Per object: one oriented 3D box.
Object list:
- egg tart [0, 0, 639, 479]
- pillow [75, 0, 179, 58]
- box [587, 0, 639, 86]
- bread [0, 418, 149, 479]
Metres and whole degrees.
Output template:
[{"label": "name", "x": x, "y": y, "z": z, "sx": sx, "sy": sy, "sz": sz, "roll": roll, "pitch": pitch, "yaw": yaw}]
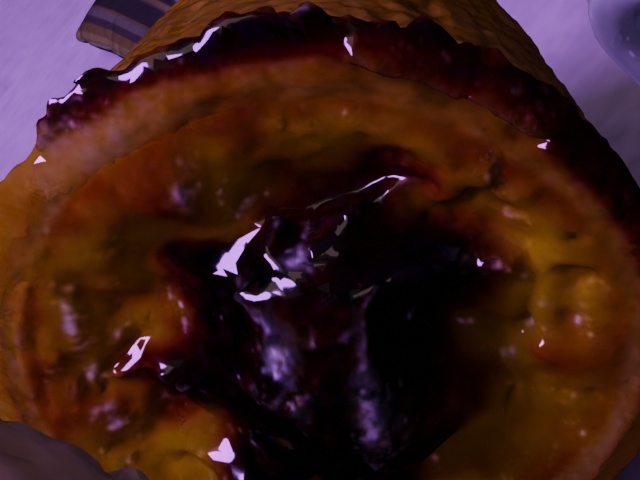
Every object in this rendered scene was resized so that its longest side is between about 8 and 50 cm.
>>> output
[{"label": "egg tart", "x": 0.000, "y": 0.000, "z": 0.559, "sx": 0.215, "sy": 0.215, "sz": 0.171, "roll": -33, "pitch": 26, "yaw": 19}, {"label": "pillow", "x": -0.043, "y": -0.172, "z": 0.902, "sx": 0.203, "sy": 0.038, "sz": 0.113, "roll": -50, "pitch": 32, "yaw": -6}, {"label": "box", "x": 0.230, "y": -0.088, "z": 0.388, "sx": 0.294, "sy": 0.193, "sz": 0.167, "roll": -7, "pitch": 51, "yaw": 50}, {"label": "bread", "x": -0.089, "y": 0.244, "z": 0.235, "sx": 0.371, "sy": 0.279, "sz": 0.390, "roll": -53, "pitch": 42, "yaw": 11}]
